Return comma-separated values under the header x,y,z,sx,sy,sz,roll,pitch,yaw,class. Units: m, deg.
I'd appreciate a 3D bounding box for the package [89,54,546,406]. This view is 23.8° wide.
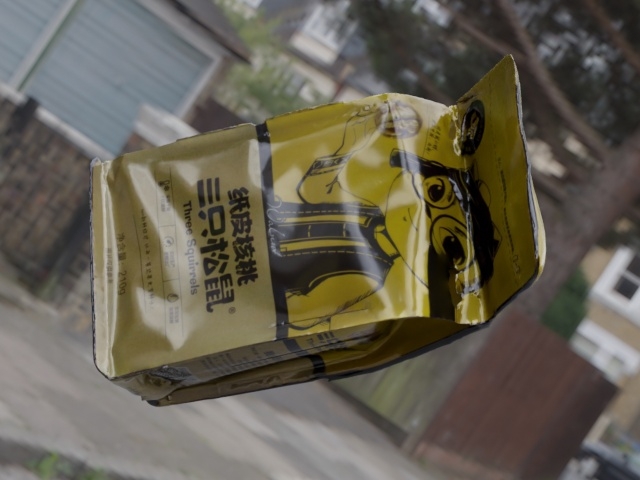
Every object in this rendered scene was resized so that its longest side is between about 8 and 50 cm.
x,y,z,sx,sy,sz,roll,pitch,yaw,class
0.000,0.000,0.427,0.047,0.131,0.071,50,29,-60,package
